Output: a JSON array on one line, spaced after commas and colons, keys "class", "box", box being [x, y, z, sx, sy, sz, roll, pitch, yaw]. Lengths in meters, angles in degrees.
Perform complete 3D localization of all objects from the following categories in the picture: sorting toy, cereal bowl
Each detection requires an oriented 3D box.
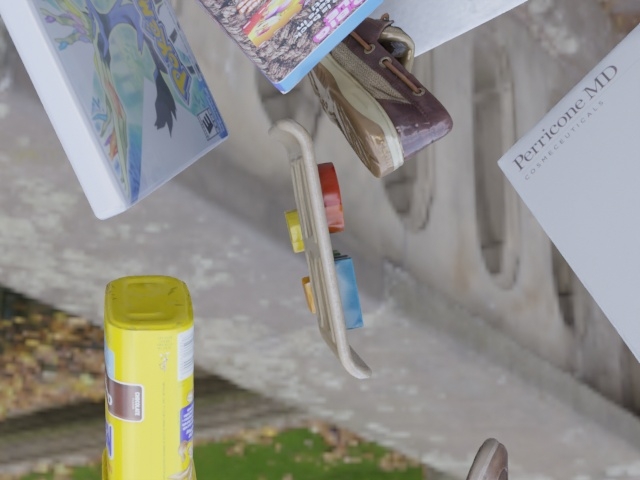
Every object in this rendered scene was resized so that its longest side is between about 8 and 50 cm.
[{"class": "sorting toy", "box": [0.000, 0.000, 1.269, 0.041, 0.229, 0.307, -15, -177, -4]}, {"class": "cereal bowl", "box": [0.189, -0.356, 1.814, 0.339, 0.141, 0.339, -27, -175, 3]}]

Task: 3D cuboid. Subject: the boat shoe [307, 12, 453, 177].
[{"class": "boat shoe", "box": [0.056, -0.202, 1.599, 0.123, 0.342, 0.123, -25, 127, -4]}]

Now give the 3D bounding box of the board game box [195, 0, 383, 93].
[{"class": "board game box", "box": [-0.008, -0.230, 0.664, 0.232, 0.141, 0.291, -44, 168, 2]}]

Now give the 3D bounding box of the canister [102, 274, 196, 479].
[{"class": "canister", "box": [-0.134, 0.124, 1.058, 0.073, 0.170, 0.126, -1, -162, -9]}]

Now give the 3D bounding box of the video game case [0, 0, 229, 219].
[{"class": "video game case", "box": [-0.206, -0.209, 1.261, 0.036, 0.329, 0.300, -20, -169, 19]}]

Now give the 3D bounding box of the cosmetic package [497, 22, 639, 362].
[{"class": "cosmetic package", "box": [0.327, 0.007, 1.058, 0.217, 0.385, 0.156, -46, 132, 15]}]

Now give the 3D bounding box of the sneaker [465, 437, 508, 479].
[{"class": "sneaker", "box": [0.149, 0.271, 1.207, 0.071, 0.188, 0.066, 16, -174, 8]}]
